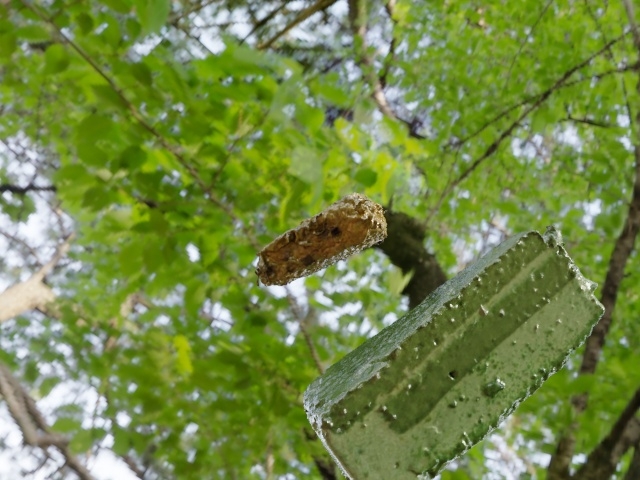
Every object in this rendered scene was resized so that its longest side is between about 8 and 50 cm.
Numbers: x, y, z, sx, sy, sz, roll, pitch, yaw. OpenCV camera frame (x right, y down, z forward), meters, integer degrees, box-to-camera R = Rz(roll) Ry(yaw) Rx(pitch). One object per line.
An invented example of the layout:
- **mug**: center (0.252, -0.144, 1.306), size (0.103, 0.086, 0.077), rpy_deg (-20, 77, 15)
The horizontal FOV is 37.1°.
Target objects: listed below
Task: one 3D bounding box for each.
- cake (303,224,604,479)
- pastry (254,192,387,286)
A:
- **cake**: center (0.101, 0.093, 0.682), size (0.235, 0.099, 0.100), rpy_deg (-36, -81, 5)
- **pastry**: center (0.000, 0.000, 0.909), size (0.140, 0.080, 0.056), rpy_deg (-24, -92, 20)
